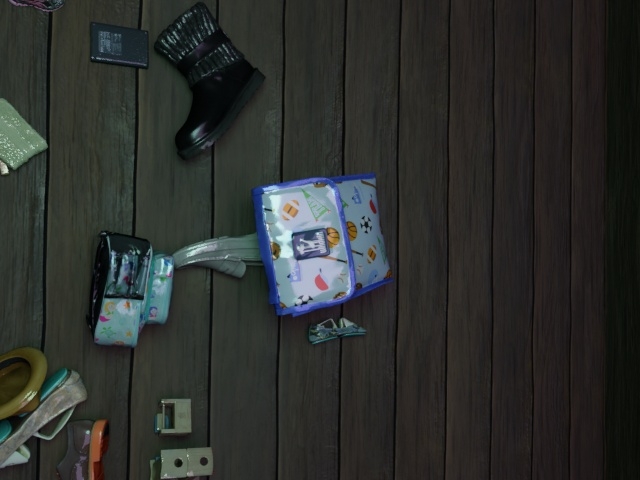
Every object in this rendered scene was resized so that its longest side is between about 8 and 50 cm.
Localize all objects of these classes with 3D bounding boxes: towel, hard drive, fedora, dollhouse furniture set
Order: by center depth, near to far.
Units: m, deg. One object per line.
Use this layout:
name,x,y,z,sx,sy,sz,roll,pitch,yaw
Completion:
fedora,-0.665,0.323,1.189,0.194,0.194,0.079,-40,135,-22
towel,-0.705,-0.240,1.231,0.148,0.027,0.110,49,58,-13
hard drive,-0.496,-0.482,1.357,0.135,0.022,0.094,0,89,-27
dollhouse furniture set,-0.351,0.509,1.381,0.128,0.129,0.184,8,56,-27

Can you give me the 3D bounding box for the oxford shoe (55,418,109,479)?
oxford shoe,-0.564,0.554,1.282,0.098,0.097,0.272,7,82,-7

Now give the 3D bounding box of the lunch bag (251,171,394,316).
lunch bag,0.000,0.000,1.428,0.385,0.238,0.328,-11,92,-48

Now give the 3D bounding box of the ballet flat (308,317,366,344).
ballet flat,0.050,0.258,1.603,0.188,0.070,0.070,-4,91,-30

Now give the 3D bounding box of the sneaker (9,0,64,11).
sneaker,-0.653,-0.562,1.260,0.119,0.057,0.047,-8,91,-28

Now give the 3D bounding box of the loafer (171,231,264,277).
loafer,-0.229,0.045,1.435,0.319,0.112,0.112,-9,85,-27

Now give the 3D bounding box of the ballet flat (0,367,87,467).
ballet flat,-0.658,0.427,1.220,0.316,0.107,0.106,-41,117,-21

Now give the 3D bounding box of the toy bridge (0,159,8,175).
toy bridge,-0.794,-0.161,1.199,0.188,0.026,0.063,-12,92,-26

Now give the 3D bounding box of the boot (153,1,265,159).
boot,-0.322,-0.399,1.380,0.260,0.131,0.348,44,60,-27

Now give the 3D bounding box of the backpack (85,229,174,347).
backpack,-0.442,0.119,1.266,0.191,0.225,0.254,14,87,-21
